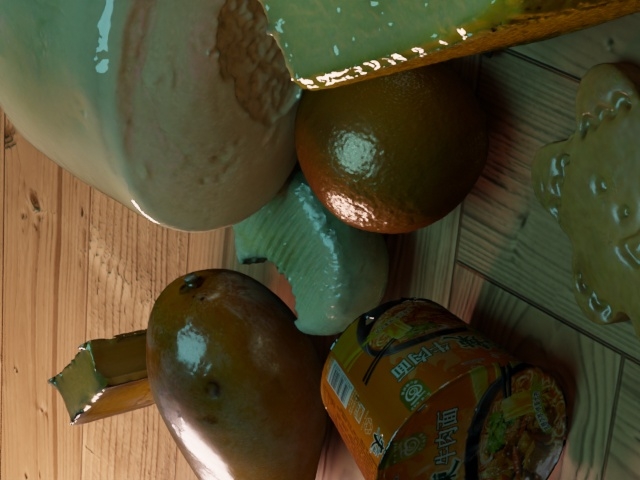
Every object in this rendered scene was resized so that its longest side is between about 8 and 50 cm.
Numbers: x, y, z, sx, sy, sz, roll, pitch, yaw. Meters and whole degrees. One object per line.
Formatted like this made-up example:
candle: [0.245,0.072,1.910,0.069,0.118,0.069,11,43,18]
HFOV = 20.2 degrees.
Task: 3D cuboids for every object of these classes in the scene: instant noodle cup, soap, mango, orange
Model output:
instant noodle cup: [0.116,0.179,1.876,0.182,0.230,0.230,46,135,49]
soap: [-0.213,0.163,2.283,0.135,0.233,0.076,-44,62,49]
mango: [-0.092,0.196,2.152,0.221,0.199,0.384,22,136,47]
orange: [0.070,-0.105,1.854,0.206,0.206,0.206,21,117,49]

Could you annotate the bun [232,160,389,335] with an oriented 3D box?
bun: [0.000,0.000,2.037,0.204,0.126,0.213,-26,85,54]

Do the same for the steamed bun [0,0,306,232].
steamed bun: [-0.198,-0.260,1.920,0.371,0.290,0.456,28,116,42]

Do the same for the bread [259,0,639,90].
bread: [0.160,-0.244,1.582,0.323,0.333,0.143,-13,92,50]

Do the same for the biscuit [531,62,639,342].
biscuit: [0.326,0.005,1.667,0.355,0.052,0.275,58,140,25]

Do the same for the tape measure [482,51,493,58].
tape measure: [0.145,-0.284,1.830,0.180,0.104,0.107,46,124,-9]
